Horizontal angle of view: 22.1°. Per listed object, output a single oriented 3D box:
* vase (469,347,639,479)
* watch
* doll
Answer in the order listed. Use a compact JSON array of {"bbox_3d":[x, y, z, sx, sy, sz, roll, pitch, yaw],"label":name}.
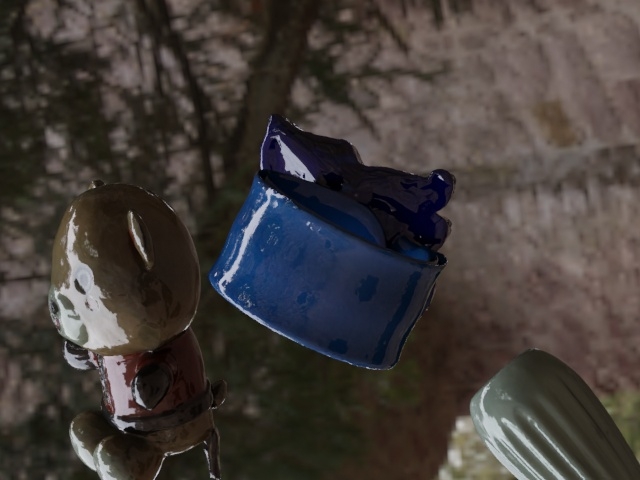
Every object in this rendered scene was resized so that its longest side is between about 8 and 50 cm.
[{"bbox_3d":[0.273,0.237,1.748,0.248,0.128,0.128,50,-157,13],"label":"vase"},{"bbox_3d":[0.004,0.009,1.304,0.200,0.196,0.171,-16,-56,-72],"label":"watch"},{"bbox_3d":[-0.192,0.100,1.736,0.235,0.174,0.330,-146,45,-67],"label":"doll"}]
